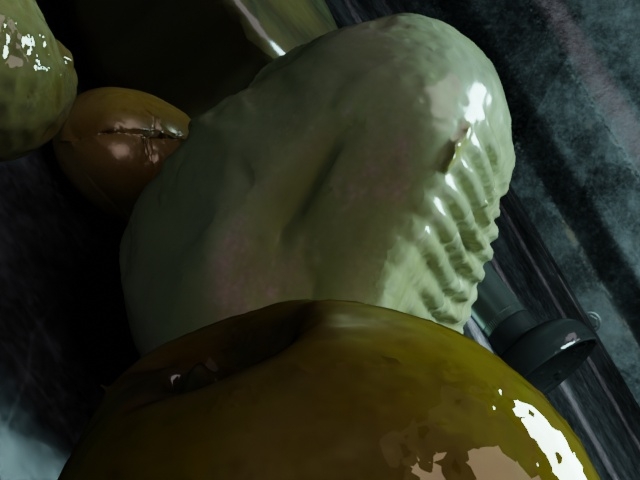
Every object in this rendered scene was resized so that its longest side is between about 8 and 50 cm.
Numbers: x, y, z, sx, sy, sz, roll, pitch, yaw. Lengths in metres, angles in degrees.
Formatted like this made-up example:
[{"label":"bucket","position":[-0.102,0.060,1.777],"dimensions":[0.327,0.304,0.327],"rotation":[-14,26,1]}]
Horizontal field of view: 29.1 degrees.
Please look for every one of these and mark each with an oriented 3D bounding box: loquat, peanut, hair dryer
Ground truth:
[{"label":"loquat","position":[0.007,0.164,0.559],"dimensions":[0.275,0.275,0.275],"rotation":[51,17,-22]},{"label":"peanut","position":[-0.209,-0.114,0.714],"dimensions":[0.159,0.109,0.140],"rotation":[37,26,-48]},{"label":"hair dryer","position":[0.155,0.075,1.535],"dimensions":[0.320,0.155,0.284],"rotation":[49,34,16]}]

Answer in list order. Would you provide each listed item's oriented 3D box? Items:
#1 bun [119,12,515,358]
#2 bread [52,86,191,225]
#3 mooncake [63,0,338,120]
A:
[{"label":"bun","position":[0.000,0.000,0.869],"dimensions":[0.213,0.361,0.361],"rotation":[24,8,17]},{"label":"bread","position":[-0.126,-0.059,0.928],"dimensions":[0.114,0.077,0.189],"rotation":[59,18,21]},{"label":"mooncake","position":[-0.102,-0.194,1.092],"dimensions":[0.290,0.161,0.290],"rotation":[48,19,-23]}]
